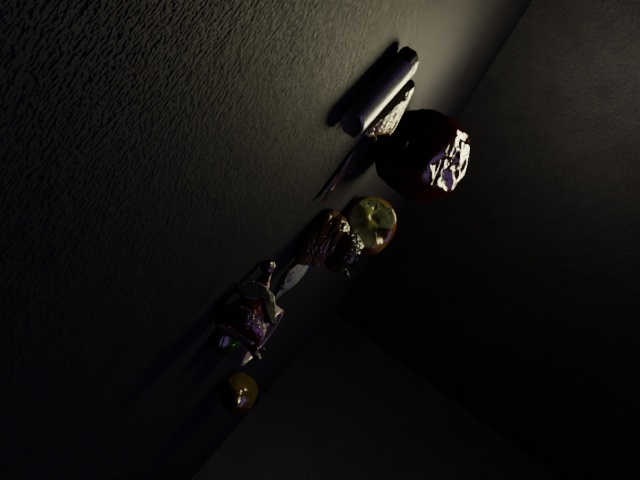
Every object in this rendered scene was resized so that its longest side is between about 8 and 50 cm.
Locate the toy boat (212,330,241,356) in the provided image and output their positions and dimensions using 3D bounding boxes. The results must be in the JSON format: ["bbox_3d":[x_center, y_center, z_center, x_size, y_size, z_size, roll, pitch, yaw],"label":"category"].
[{"bbox_3d":[-0.222,0.240,1.868,0.210,0.052,0.104,-23,132,-73],"label":"toy boat"}]

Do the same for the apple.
[{"bbox_3d":[0.158,-0.050,2.396,0.195,0.173,0.160,-49,168,-11],"label":"apple"}]

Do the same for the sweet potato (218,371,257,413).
[{"bbox_3d":[-0.270,0.506,2.440,0.130,0.130,0.422,-53,177,-9],"label":"sweet potato"}]

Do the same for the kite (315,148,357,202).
[{"bbox_3d":[0.047,-0.164,1.888,0.232,0.009,0.189,-41,166,-52],"label":"kite"}]

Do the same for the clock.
[{"bbox_3d":[-0.189,0.258,2.067,0.197,0.068,0.197,-52,172,-11],"label":"clock"}]

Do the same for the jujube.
[{"bbox_3d":[0.304,-0.254,2.167,0.276,0.276,0.377,-56,159,12],"label":"jujube"}]

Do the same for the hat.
[{"bbox_3d":[-0.149,0.143,1.696,0.227,0.140,0.129,-64,-172,-30],"label":"hat"}]

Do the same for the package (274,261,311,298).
[{"bbox_3d":[-0.069,0.094,2.211,0.173,0.027,0.171,-43,165,-36],"label":"package"}]

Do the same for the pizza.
[{"bbox_3d":[0.134,-0.290,1.682,0.194,0.069,0.154,-37,163,-42],"label":"pizza"}]

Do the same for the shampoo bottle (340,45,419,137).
[{"bbox_3d":[0.129,-0.319,1.560,0.227,0.056,0.086,-50,169,-25],"label":"shampoo bottle"}]

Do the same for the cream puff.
[{"bbox_3d":[0.039,0.025,2.047,0.183,0.169,0.183,-54,173,-10],"label":"cream puff"}]
